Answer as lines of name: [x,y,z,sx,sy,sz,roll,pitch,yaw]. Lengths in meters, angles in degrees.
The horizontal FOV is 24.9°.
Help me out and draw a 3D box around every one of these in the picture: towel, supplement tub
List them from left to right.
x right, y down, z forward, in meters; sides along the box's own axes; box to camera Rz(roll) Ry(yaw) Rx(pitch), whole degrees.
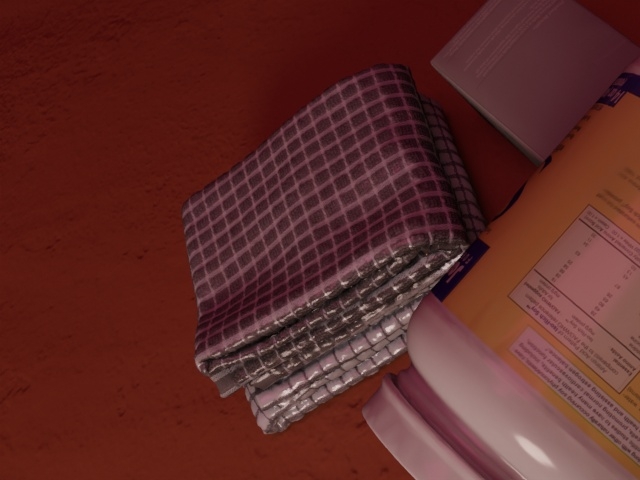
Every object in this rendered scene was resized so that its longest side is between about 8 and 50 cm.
towel: [0.000,0.000,1.301,0.283,0.121,0.235,-34,46,18]
supplement tub: [0.212,0.060,1.003,0.331,0.241,0.241,-49,44,3]

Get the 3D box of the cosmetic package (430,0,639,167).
cosmetic package: [0.213,-0.118,1.218,0.127,0.107,0.238,-45,47,7]
